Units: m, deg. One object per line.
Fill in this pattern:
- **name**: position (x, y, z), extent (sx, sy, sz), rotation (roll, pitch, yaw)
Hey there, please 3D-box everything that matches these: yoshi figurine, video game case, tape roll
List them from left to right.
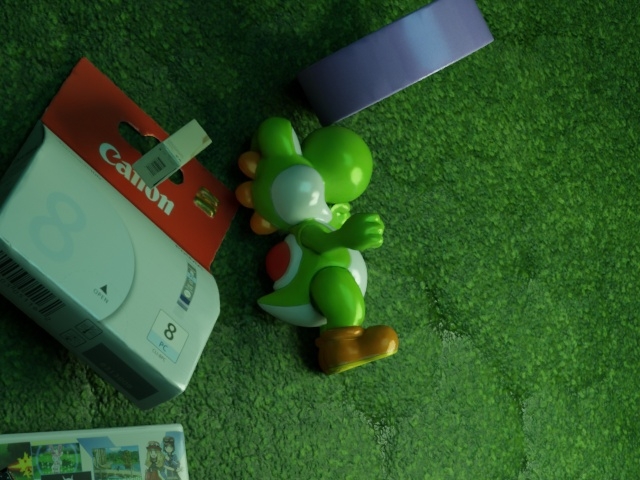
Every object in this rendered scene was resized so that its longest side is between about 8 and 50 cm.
- **video game case**: position (-0.290, 0.374, 1.748), extent (0.329, 0.036, 0.300), rotation (2, 75, -38)
- **yoshi figurine**: position (0.027, -0.010, 2.041), extent (0.203, 0.203, 0.362), rotation (-11, 80, -57)
- **tape roll**: position (0.105, -0.261, 2.115), extent (0.275, 0.275, 0.090), rotation (-33, 98, -41)

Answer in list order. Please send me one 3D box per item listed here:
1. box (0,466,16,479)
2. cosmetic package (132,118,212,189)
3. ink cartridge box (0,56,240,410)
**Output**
- **box**: position (-0.395, 0.372, 1.582), extent (0.233, 0.044, 0.159), rotation (-31, 94, -11)
- **cosmetic package**: position (-0.190, -0.112, 1.912), extent (0.041, 0.060, 0.115), rotation (52, 27, -6)
- **ink cartridge box**: position (-0.239, -0.029, 1.849), extent (0.308, 0.091, 0.385), rotation (43, 44, -22)
